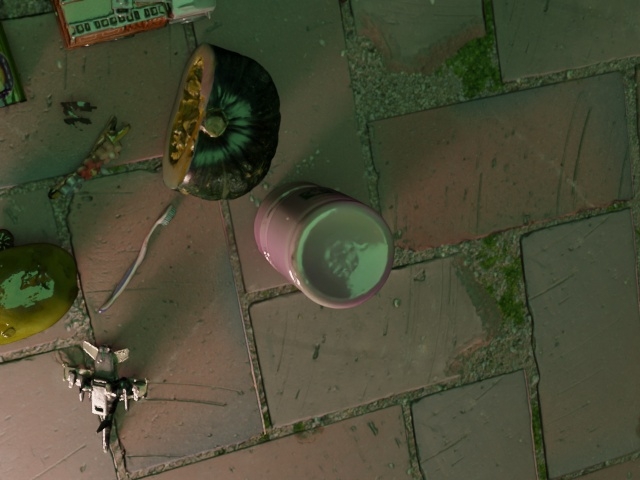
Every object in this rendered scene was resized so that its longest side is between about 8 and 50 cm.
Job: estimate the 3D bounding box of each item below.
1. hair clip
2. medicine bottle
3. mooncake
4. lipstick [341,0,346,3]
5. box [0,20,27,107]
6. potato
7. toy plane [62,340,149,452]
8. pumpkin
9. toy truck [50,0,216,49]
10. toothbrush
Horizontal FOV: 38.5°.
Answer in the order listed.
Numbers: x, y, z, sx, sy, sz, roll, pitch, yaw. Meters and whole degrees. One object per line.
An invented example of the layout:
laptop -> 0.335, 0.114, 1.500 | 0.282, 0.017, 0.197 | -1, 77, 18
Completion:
hair clip -> -0.455, -0.154, 1.828 | 0.056, 0.062, 0.214 | 36, 83, 11
medicine bottle -> 0.000, 0.000, 1.851 | 0.212, 0.325, 0.212 | -3, 101, -17
mooncake -> -0.555, -0.124, 1.809 | 0.150, 0.057, 0.346 | 10, 104, -31
lipstick -> 0.060, -0.560, 1.912 | 0.030, 0.030, 0.129 | 7, 99, -18
box -> -0.663, -0.408, 1.693 | 0.134, 0.097, 0.345 | -21, 106, -21
potato -> -0.592, 0.104, 1.782 | 0.253, 0.148, 0.186 | -40, 129, 1
toy plane -> -0.450, 0.336, 1.909 | 0.192, 0.088, 0.262 | 9, 102, 9
pumpkin -> -0.174, -0.218, 1.792 | 0.197, 0.263, 0.292 | 12, 100, -22
toy truck -> -0.350, -0.459, 1.739 | 0.305, 0.162, 0.136 | -17, 105, -13
toothbrush -> -0.381, 0.040, 1.905 | 0.027, 0.021, 0.269 | 34, 90, -14
